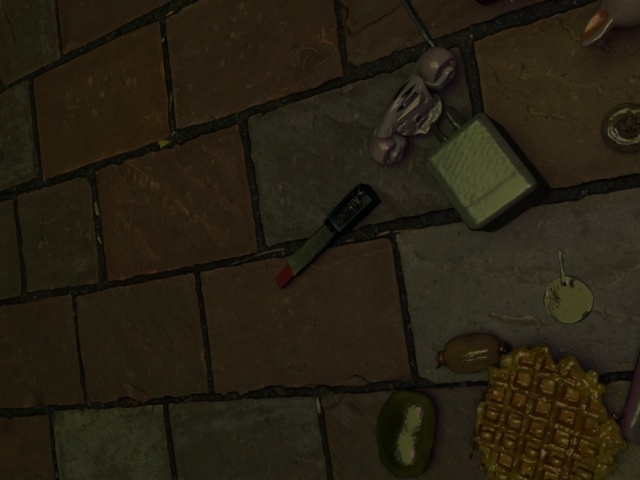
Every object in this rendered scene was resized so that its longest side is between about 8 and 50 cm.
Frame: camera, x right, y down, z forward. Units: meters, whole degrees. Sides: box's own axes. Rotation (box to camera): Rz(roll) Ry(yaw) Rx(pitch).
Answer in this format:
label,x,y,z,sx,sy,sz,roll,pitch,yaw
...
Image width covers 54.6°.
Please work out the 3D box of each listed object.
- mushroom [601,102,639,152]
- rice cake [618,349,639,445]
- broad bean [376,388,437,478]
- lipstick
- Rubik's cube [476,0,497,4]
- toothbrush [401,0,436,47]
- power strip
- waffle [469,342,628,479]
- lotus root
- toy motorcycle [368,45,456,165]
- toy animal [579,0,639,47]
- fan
label,x,y,z,sx,sy,sz,roll,pitch,yaw
mushroom,0.506,-0.187,1.017,0.085,0.079,0.085,2,95,30
rice cake,0.544,0.204,1.016,0.055,0.049,0.270,19,102,43
broad bean,0.170,0.383,1.227,0.124,0.082,0.174,0,80,30
lipstick,0.000,0.000,1.336,0.312,0.051,0.051,-44,71,24
Rubik's cube,0.331,-0.625,0.960,0.362,0.359,0.363,-12,84,28
toothbrush,0.205,-0.410,1.232,0.019,0.016,0.219,-36,74,35
power strip,0.283,-0.139,1.117,0.139,0.140,0.224,-40,70,25
waffle,0.379,0.319,1.079,0.280,0.060,0.262,-36,74,32
lotus root,0.280,0.212,1.164,0.150,0.062,0.073,-17,81,28
toy motorcycle,0.168,-0.257,1.196,0.112,0.112,0.254,42,116,23
toy animal,0.484,-0.394,0.929,0.282,0.140,0.138,-14,100,60
fan,0.436,0.082,1.104,0.085,0.005,0.133,-11,86,31
